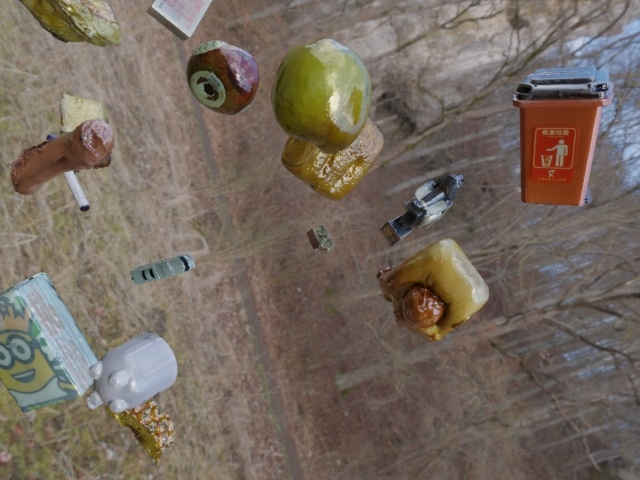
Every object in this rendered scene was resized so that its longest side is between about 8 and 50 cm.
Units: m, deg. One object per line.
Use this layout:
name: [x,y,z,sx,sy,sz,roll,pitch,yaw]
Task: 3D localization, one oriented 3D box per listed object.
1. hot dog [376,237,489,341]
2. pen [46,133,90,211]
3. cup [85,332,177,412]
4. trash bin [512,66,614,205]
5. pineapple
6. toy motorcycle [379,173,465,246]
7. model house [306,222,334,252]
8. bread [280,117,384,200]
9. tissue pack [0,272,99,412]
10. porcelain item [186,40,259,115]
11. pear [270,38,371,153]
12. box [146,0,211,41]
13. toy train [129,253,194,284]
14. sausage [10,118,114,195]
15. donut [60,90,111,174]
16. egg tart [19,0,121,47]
hot dog: [0.183,0.081,0.859,0.150,0.153,0.256,54,9,9]
pen: [-0.736,-0.199,1.498,0.269,0.033,0.033,58,-12,16]
cup: [-0.417,0.283,1.084,0.142,0.173,0.134,-26,110,-60]
trash bin: [0.449,-0.198,0.969,0.184,0.161,0.239,-48,137,-51]
pineapple: [-0.465,0.490,1.379,0.233,0.135,0.079,48,32,-11]
toy motorcycle: [0.267,-0.084,1.322,0.091,0.157,0.263,54,-25,10]
model house: [0.000,0.000,1.484,0.057,0.058,0.083,98,-28,-69]
bread: [0.060,-0.321,1.849,0.337,0.328,0.148,32,16,-44]
tissue pack: [-0.720,0.259,1.288,0.311,0.227,0.128,65,22,-14]
porcelain item: [-0.298,-0.540,1.671,0.253,0.252,0.253,163,-90,-82]
pear: [0.002,-0.264,0.956,0.200,0.200,0.200,163,-90,-82]
box: [-0.412,-0.727,1.546,0.141,0.201,0.058,35,-15,-33]
toy train: [-0.397,0.073,1.289,0.047,0.207,0.043,-36,109,-56]
sausage: [-0.453,-0.141,0.890,0.078,0.304,0.078,19,66,-51]
donut: [-0.510,-0.242,1.123,0.217,0.085,0.141,151,-64,-70]
egg tart: [-0.674,-0.628,1.313,0.352,0.150,0.352,52,6,-7]
